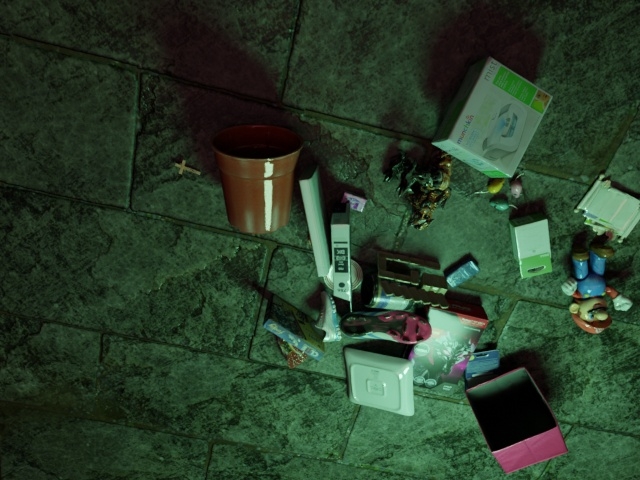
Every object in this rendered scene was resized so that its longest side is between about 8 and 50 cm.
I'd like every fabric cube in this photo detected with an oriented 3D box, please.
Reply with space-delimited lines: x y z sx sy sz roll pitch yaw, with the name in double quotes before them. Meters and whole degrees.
"fabric cube" 0.747 0.688 1.806 0.259 0.254 0.258 -28 129 12

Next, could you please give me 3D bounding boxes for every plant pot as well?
"plant pot" -0.191 -0.181 1.444 0.272 0.272 0.265 3 123 -1

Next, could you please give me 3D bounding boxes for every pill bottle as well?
"pill bottle" 0.262 0.182 1.666 0.219 0.123 0.123 7 116 -18

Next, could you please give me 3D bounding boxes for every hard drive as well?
"hard drive" -0.009 -0.068 1.499 0.040 0.203 0.308 -7 110 9

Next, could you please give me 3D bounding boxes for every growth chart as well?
"growth chart" 0.975 -0.099 1.594 0.237 0.021 0.172 28 113 -12

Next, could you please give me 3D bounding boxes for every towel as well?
"towel" 0.505 0.116 1.694 0.119 0.029 0.067 -37 110 16

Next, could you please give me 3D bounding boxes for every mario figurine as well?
"mario figurine" 0.959 0.183 1.641 0.198 0.170 0.321 2 112 38

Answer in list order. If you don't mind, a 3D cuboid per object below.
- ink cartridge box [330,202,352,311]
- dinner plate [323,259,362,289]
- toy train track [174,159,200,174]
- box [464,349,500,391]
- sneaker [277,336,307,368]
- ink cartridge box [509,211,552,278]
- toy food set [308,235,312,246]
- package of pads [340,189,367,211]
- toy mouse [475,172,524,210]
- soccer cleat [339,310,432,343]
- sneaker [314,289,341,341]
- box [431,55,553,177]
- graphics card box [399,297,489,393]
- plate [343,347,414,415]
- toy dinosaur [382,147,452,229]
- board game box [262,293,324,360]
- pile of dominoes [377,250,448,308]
"ink cartridge box" 0.072 0.058 1.571 0.065 0.165 0.333 -2 117 5
"dinner plate" 0.081 0.123 1.707 0.141 0.017 0.141 0 114 0
"toy train track" -0.432 -0.235 1.544 0.083 0.014 0.048 19 107 -15
"box" 0.641 0.522 1.881 0.136 0.036 0.225 -10 117 4
"sneaker" -0.113 0.401 1.811 0.088 0.093 0.225 -26 131 -19
"ink cartridge box" 0.723 0.018 1.628 0.108 0.062 0.209 -15 115 7
"toy food set" 0.000 0.000 1.647 0.083 0.020 0.083 -17 114 8
"package of pads" 0.110 -0.131 1.578 0.083 0.032 0.050 18 114 -8
"toy mouse" 0.619 -0.147 1.567 0.161 0.031 0.143 -36 110 16
"soccer cleat" 0.235 0.305 1.727 0.331 0.143 0.116 4 87 6
"sneaker" 0.016 0.278 1.713 0.082 0.071 0.191 -12 86 -14
"box" 0.494 -0.351 1.382 0.231 0.127 0.262 27 92 -12
"graphics card box" 0.451 0.397 1.793 0.232 0.094 0.371 14 116 -5
"plate" 0.221 0.560 1.840 0.277 0.045 0.278 6 118 25
"toy dinosaur" 0.332 -0.196 1.509 0.218 0.164 0.322 10 91 -19
"board game box" -0.091 0.312 1.716 0.243 0.165 0.042 35 111 -14
"pile of dominoes" 0.312 0.141 1.628 0.251 0.196 0.040 12 136 -5
